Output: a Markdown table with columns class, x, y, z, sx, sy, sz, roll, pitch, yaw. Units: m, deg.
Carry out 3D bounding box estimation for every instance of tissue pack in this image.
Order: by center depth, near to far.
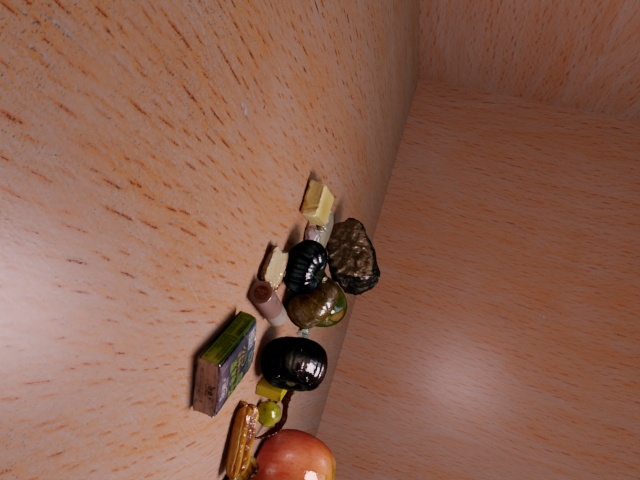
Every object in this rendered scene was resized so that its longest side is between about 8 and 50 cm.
| class | x | y | z | sx | sy | sz | roll | pitch | yaw |
| --- | --- | --- | --- | --- | --- | --- | --- | --- | --- |
| tissue pack | -0.241 | 0.314 | 1.404 | 0.235 | 0.073 | 0.173 | -50 | 152 | -61 |

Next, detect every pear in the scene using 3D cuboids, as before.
| class | x | y | z | sx | sy | sz | roll | pitch | yaw |
| --- | --- | --- | --- | --- | --- | --- | --- | --- | --- |
| pear | -0.185 | 0.623 | 1.967 | 0.097 | 0.092 | 0.092 | -13 | 121 | -43 |

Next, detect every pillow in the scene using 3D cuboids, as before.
| class | x | y | z | sx | sy | sz | roll | pitch | yaw |
| --- | --- | --- | --- | --- | --- | --- | --- | --- | --- |
| pillow | 0.000 | 0.000 | 2.150 | 0.148 | 0.050 | 0.230 | 64 | 46 | -63 |

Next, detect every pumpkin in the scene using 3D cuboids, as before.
| class | x | y | z | sx | sy | sz | roll | pitch | yaw |
| --- | --- | --- | --- | --- | --- | --- | --- | --- | --- |
| pumpkin | -0.051 | 0.089 | 1.831 | 0.194 | 0.150 | 0.194 | -158 | -90 | -82 |
| pumpkin | -0.089 | 0.416 | 1.839 | 0.233 | 0.233 | 0.163 | 86 | 11 | -57 |
| pumpkin | -0.021 | 0.229 | 1.963 | 0.219 | 0.162 | 0.219 | -42 | -171 | 8 |

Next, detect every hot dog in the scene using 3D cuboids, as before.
| class | x | y | z | sx | sy | sz | roll | pitch | yaw |
| --- | --- | --- | --- | --- | --- | --- | --- | --- | --- |
| hot dog | -0.256 | 0.638 | 1.741 | 0.100 | 0.068 | 0.250 | 6 | 97 | -67 |

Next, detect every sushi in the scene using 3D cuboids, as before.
| class | x | y | z | sx | sy | sz | roll | pitch | yaw |
| --- | --- | --- | --- | --- | --- | --- | --- | --- | --- |
| sushi | 0.128 | 0.060 | 2.302 | 0.171 | 0.211 | 0.350 | 68 | 10 | -48 |

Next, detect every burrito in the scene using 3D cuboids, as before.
| class | x | y | z | sx | sy | sz | roll | pitch | yaw |
| --- | --- | --- | --- | --- | --- | --- | --- | --- | --- |
| burrito | -0.038 | 0.040 | 2.003 | 0.064 | 0.064 | 0.203 | -49 | 151 | -63 |

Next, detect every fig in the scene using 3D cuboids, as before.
| class | x | y | z | sx | sy | sz | roll | pitch | yaw |
| --- | --- | --- | --- | --- | --- | --- | --- | --- | --- |
| fig | -0.006 | 0.270 | 2.229 | 0.245 | 0.195 | 0.195 | -25 | 140 | -26 |

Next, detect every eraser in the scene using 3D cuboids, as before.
| class | x | y | z | sx | sy | sz | roll | pitch | yaw |
| --- | --- | --- | --- | --- | --- | --- | --- | --- | --- |
| eraser | -0.162 | 0.508 | 1.930 | 0.122 | 0.097 | 0.045 | -45 | 149 | -63 |

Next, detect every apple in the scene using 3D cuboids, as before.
| class | x | y | z | sx | sy | sz | roll | pitch | yaw |
| --- | --- | --- | --- | --- | --- | --- | --- | --- | --- |
| apple | -0.103 | 0.948 | 2.182 | 0.364 | 0.364 | 0.364 | 15 | 90 | -78 |

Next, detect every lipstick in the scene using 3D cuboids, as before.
| class | x | y | z | sx | sy | sz | roll | pitch | yaw |
| --- | --- | --- | --- | --- | --- | --- | --- | --- | --- |
| lipstick | -0.155 | 0.196 | 1.648 | 0.254 | 0.070 | 0.070 | 75 | 32 | -66 |

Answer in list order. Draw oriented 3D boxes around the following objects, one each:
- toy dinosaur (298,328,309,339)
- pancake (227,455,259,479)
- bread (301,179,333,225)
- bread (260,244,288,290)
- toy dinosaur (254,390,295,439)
| class | x | y | z | sx | sy | sz | roll | pitch | yaw |
| --- | --- | --- | --- | --- | --- | --- | --- | --- | --- |
| toy dinosaur | -0.068 | 0.372 | 2.332 | 0.106 | 0.044 | 0.187 | -80 | 165 | -62 |
| pancake | -0.315 | 0.915 | 1.819 | 0.427 | 0.067 | 0.305 | -21 | 127 | -77 |
| bread | -0.011 | -0.129 | 1.903 | 0.188 | 0.068 | 0.125 | 37 | 69 | -76 |
| bread | -0.144 | 0.080 | 1.634 | 0.126 | 0.044 | 0.129 | 55 | 54 | -65 |
| toy dinosaur | -0.159 | 0.587 | 2.093 | 0.206 | 0.113 | 0.327 | -121 | -127 | -71 |
